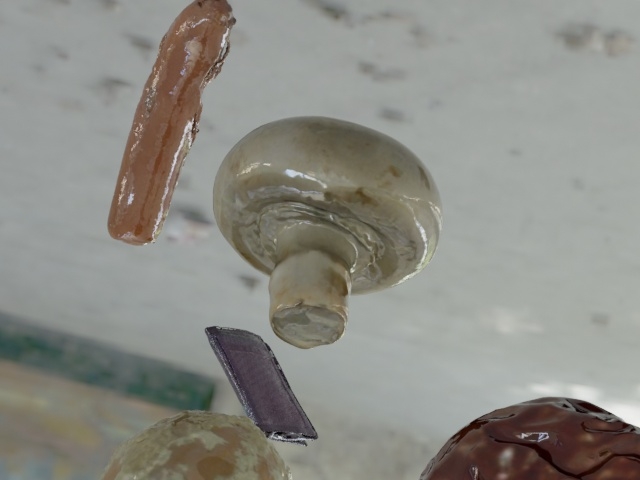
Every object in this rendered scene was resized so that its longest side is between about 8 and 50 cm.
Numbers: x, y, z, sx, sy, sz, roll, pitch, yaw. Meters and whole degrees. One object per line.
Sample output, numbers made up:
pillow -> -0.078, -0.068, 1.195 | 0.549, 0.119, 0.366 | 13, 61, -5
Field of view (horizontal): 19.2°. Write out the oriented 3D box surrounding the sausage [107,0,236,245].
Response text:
sausage -> -0.180, -0.146, 2.252 | 0.079, 0.327, 0.087 | 7, -157, -34

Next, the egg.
egg -> -0.132, 0.283, 1.874 | 0.203, 0.245, 0.203 | 31, 161, 12

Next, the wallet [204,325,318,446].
wallet -> -0.073, 0.177, 2.328 | 0.030, 0.166, 0.111 | -42, 149, 18

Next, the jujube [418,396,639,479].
jujube -> 0.166, 0.221, 1.214 | 0.232, 0.213, 0.213 | 35, 180, 32

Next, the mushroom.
mushroom -> 0.011, -0.005, 1.676 | 0.206, 0.209, 0.206 | -11, 165, -3
